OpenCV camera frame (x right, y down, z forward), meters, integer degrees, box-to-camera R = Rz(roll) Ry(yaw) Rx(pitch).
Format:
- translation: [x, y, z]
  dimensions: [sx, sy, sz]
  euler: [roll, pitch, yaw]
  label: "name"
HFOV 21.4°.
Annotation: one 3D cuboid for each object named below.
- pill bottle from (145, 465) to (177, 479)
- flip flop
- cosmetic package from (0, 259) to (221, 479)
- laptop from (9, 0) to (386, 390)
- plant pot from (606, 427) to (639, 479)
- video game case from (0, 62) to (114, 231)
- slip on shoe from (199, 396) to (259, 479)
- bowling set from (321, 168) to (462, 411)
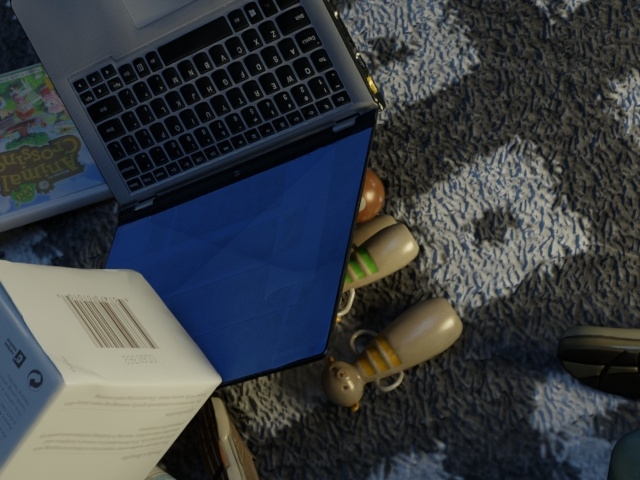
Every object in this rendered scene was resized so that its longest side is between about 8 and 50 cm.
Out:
- translation: [-0.189, 0.252, 1.646]
  dimensions: [0.160, 0.087, 0.087]
  euler: [30, 75, 25]
  label: "pill bottle"
- translation: [0.361, 0.107, 1.580]
  dimensions: [0.277, 0.112, 0.080]
  euler: [7, 52, 23]
  label: "flip flop"
- translation: [-0.294, 0.210, 1.536]
  dimensions: [0.385, 0.217, 0.156]
  euler: [-50, 61, 20]
  label: "cosmetic package"
- translation: [-0.157, -0.080, 1.611]
  dimensions: [0.382, 0.408, 0.236]
  euler: [-19, 13, 41]
  label: "laptop"
- translation: [0.375, 0.250, 1.414]
  dimensions: [0.248, 0.252, 0.247]
  euler: [-13, 63, 8]
  label: "plant pot"
- translation: [-0.335, -0.102, 1.855]
  dimensions: [0.212, 0.023, 0.193]
  euler: [-18, 60, -15]
  label: "video game case"
- translation: [-0.085, 0.216, 1.666]
  dimensions: [0.041, 0.051, 0.135]
  euler: [3, 48, -29]
  label: "slip on shoe"
- translation: [0.000, 0.000, 1.664]
  dimensions: [0.154, 0.200, 0.287]
  euler: [-32, 58, -1]
  label: "bowling set"
